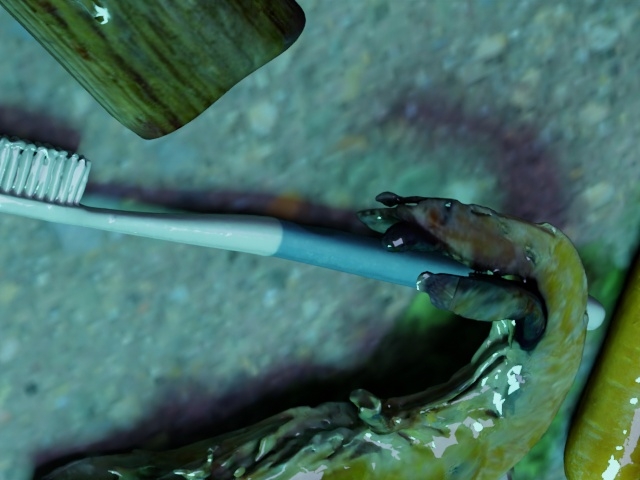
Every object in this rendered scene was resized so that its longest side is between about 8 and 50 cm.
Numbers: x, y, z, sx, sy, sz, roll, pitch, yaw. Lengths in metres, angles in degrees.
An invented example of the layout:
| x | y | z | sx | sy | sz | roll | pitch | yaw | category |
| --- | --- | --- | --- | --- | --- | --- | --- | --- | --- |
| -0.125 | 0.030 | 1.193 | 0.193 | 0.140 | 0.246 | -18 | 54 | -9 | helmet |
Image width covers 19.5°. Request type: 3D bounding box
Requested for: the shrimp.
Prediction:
| x | y | z | sx | sy | sz | roll | pitch | yaw | category |
| --- | --- | --- | --- | --- | --- | --- | --- | --- | --- |
| 0.004 | 0.054 | 0.650 | 0.219 | 0.046 | 0.152 | -11 | 136 | -23 | shrimp |

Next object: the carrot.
| x | y | z | sx | sy | sz | roll | pitch | yaw | category |
| --- | --- | --- | --- | --- | --- | --- | --- | --- | --- |
| 0.137 | 0.019 | 0.732 | 0.037 | 0.037 | 0.190 | 2 | 114 | -32 | carrot |

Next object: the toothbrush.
| x | y | z | sx | sy | sz | roll | pitch | yaw | category |
| --- | --- | --- | --- | --- | --- | --- | --- | --- | --- |
| 0.000 | 0.000 | 0.650 | 0.276 | 0.019 | 0.025 | 12 | 101 | -35 | toothbrush |

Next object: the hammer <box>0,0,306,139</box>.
| x | y | z | sx | sy | sz | roll | pitch | yaw | category |
| --- | --- | --- | --- | --- | --- | --- | --- | --- | --- |
| -0.140 | -0.154 | 0.449 | 0.242 | 0.095 | 0.409 | -46 | 135 | -1 | hammer |
